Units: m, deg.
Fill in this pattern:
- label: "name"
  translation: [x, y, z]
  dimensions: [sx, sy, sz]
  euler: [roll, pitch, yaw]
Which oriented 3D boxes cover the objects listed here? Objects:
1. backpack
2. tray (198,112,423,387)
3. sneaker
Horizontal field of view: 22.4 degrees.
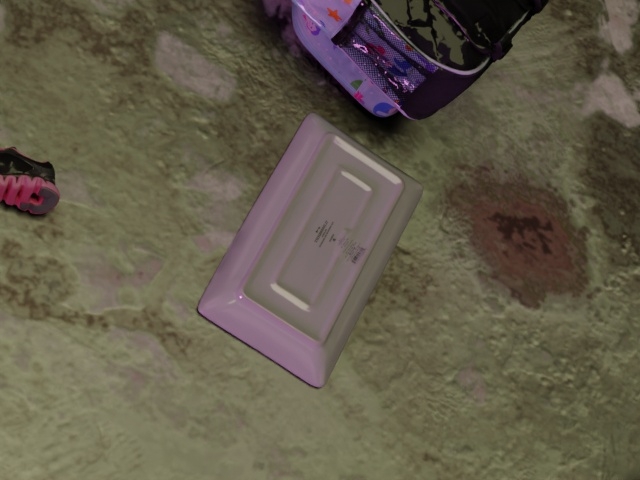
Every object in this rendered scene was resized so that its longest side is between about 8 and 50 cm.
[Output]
- label: "backpack"
  translation: [0.075, -0.270, 1.647]
  dimensions: [0.253, 0.191, 0.225]
  euler: [46, 53, -8]
- label: "tray"
  translation: [0.000, 0.000, 1.577]
  dimensions: [0.145, 0.030, 0.270]
  euler: [34, 56, -8]
- label: "sneaker"
  translation: [-0.294, -0.064, 1.466]
  dimensions: [0.119, 0.047, 0.057]
  euler: [17, 45, -22]
